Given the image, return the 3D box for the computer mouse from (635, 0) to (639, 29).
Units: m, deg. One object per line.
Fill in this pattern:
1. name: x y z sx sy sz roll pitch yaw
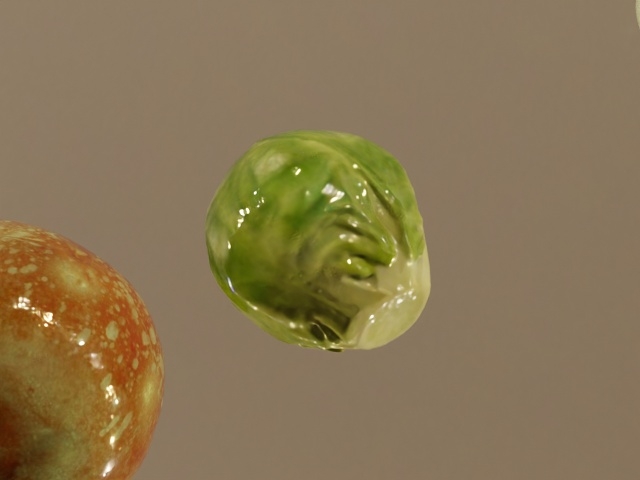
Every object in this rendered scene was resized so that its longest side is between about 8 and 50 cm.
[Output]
1. computer mouse: 0.181 -0.137 0.819 0.032 0.056 0.110 16 -32 3

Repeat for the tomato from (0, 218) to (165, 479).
1. tomato: -0.264 0.123 1.307 0.270 0.222 0.270 1 -75 4

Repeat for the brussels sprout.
1. brussels sprout: -0.001 -0.001 1.052 0.155 0.155 0.117 6 -34 1
